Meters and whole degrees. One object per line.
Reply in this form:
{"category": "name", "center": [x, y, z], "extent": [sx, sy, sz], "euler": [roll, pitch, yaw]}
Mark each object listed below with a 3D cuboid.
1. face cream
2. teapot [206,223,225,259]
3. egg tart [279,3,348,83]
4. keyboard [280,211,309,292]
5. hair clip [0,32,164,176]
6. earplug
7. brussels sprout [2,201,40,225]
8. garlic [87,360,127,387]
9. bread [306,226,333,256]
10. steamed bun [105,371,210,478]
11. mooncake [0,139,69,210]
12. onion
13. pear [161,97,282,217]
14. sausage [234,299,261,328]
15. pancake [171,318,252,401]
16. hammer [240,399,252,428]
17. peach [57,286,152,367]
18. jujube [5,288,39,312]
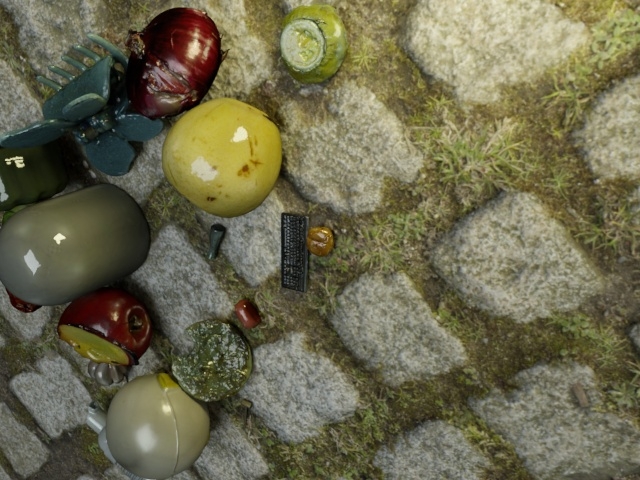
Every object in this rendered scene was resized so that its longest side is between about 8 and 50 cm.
{"category": "face cream", "center": [-0.695, 0.722, 2.121], "extent": [0.370, 0.145, 0.145], "euler": [38, 118, 10]}
{"category": "teapot", "center": [-0.314, 0.007, 1.769], "extent": [0.043, 0.043, 0.110], "euler": [27, 120, 15]}
{"category": "egg tart", "center": [-0.026, -0.476, 1.454], "extent": [0.197, 0.078, 0.197], "euler": [8, 113, 21]}
{"category": "keyboard", "center": [-0.072, 0.035, 1.675], "extent": [0.094, 0.025, 0.230], "euler": [10, 111, 24]}
{"category": "hair clip", "center": [-0.643, -0.379, 1.660], "extent": [0.318, 0.392, 0.238], "euler": [-24, 69, 30]}
{"category": "earplug", "center": [-0.759, 0.020, 1.774], "extent": [0.313, 0.394, 0.312], "euler": [8, 110, 23]}
{"category": "brussels sprout", "center": [-0.972, -0.067, 1.979], "extent": [0.183, 0.131, 0.145], "euler": [-23, 116, 42]}
{"category": "garlic", "center": [-0.730, 0.455, 2.074], "extent": [0.131, 0.127, 0.194], "euler": [46, 155, 38]}
{"category": "bread", "center": [0.000, 0.000, 1.618], "extent": [0.081, 0.046, 0.083], "euler": [39, 117, 5]}
{"category": "steamed bun", "center": [-0.515, 0.582, 1.885], "extent": [0.374, 0.334, 0.334], "euler": [-17, 100, 48]}
{"category": "mooncake", "center": [-0.959, -0.195, 1.818], "extent": [0.356, 0.356, 0.194], "euler": [-3, 114, 25]}
{"category": "onion", "center": [-0.390, -0.453, 1.512], "extent": [0.232, 0.314, 0.314], "euler": [24, 125, -32]}
{"category": "pear", "center": [-0.249, -0.213, 1.526], "extent": [0.309, 0.309, 0.309], "euler": [8, 110, 22]}
{"category": "sausage", "center": [-0.221, 0.222, 1.784], "extent": [0.054, 0.059, 0.094], "euler": [-31, 95, 35]}
{"category": "pancake", "center": [-0.329, 0.369, 1.828], "extent": [0.253, 0.037, 0.253], "euler": [1, 84, -9]}
{"category": "hammer", "center": [-0.243, 0.567, 1.933], "extent": [0.035, 0.019, 0.110], "euler": [16, 115, 19]}
{"category": "peach", "center": [-0.694, 0.270, 1.944], "extent": [0.362, 0.201, 0.258], "euler": [-9, 132, 39]}
{"category": "jujube", "center": [-0.987, 0.147, 2.042], "extent": [0.190, 0.190, 0.255], "euler": [49, 129, 3]}
